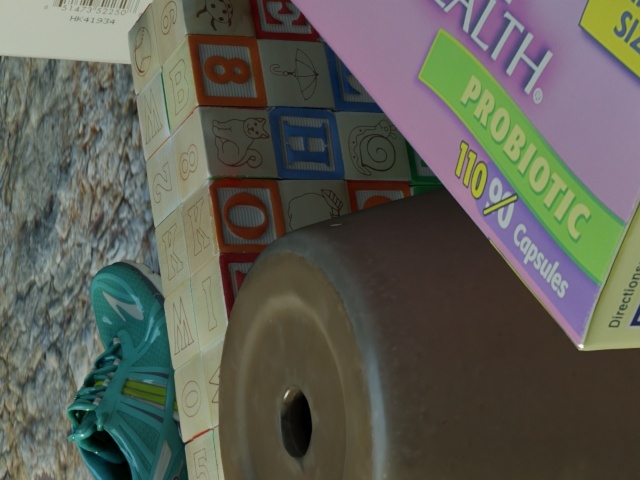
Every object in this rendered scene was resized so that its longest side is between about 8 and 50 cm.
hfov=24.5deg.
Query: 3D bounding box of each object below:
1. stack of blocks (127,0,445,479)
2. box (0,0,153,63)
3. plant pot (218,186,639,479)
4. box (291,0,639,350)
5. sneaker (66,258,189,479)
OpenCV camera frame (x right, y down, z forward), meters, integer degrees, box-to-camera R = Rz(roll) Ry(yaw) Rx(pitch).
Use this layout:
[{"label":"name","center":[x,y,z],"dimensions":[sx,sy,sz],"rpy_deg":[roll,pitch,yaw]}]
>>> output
[{"label":"stack of blocks","center":[0.000,0.000,0.846],"dimensions":[0.087,0.171,0.297],"rpy_deg":[-36,58,57]},{"label":"box","center":[-0.213,-0.324,1.219],"dimensions":[0.168,0.215,0.345],"rpy_deg":[-61,38,43]},{"label":"plant pot","center":[0.088,0.074,0.611],"dimensions":[0.263,0.229,0.263],"rpy_deg":[2,92,63]},{"label":"box","center":[0.147,-0.075,0.483],"dimensions":[0.213,0.242,0.117],"rpy_deg":[56,136,47]},{"label":"sneaker","center":[-0.156,0.133,1.214],"dimensions":[0.107,0.110,0.275],"rpy_deg":[-57,41,46]}]
